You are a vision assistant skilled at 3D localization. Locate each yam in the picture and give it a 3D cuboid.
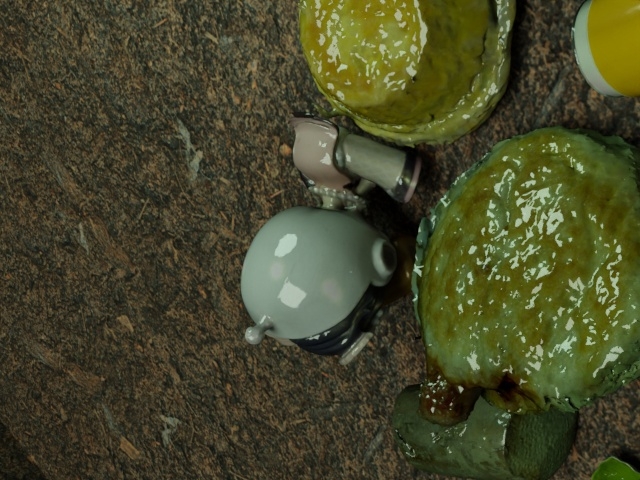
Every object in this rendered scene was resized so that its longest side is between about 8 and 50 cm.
[{"bbox_3d":[0.250,0.295,1.600,0.268,0.161,0.161,-5,105,47],"label":"yam"}]

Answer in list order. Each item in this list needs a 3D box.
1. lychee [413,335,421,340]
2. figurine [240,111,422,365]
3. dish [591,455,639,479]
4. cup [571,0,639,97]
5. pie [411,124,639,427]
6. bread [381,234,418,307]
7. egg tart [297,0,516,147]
[{"bbox_3d":[0.235,0.152,1.581,0.140,0.101,0.114,22,165,24],"label":"lychee"},{"bbox_3d":[-0.005,-0.001,1.612,0.253,0.211,0.361,7,83,60],"label":"figurine"},{"bbox_3d":[0.467,0.371,1.504,0.137,0.039,0.091,35,127,29],"label":"dish"},{"bbox_3d":[0.424,-0.248,1.134,0.280,0.196,0.196,-9,102,56],"label":"cup"},{"bbox_3d":[0.298,0.045,1.356,0.418,0.181,0.395,-30,51,48],"label":"pie"},{"bbox_3d":[0.092,0.067,1.718,0.239,0.074,0.092,-34,76,49],"label":"bread"},{"bbox_3d":[0.097,-0.305,1.467,0.388,0.169,0.387,17,117,37],"label":"egg tart"}]
